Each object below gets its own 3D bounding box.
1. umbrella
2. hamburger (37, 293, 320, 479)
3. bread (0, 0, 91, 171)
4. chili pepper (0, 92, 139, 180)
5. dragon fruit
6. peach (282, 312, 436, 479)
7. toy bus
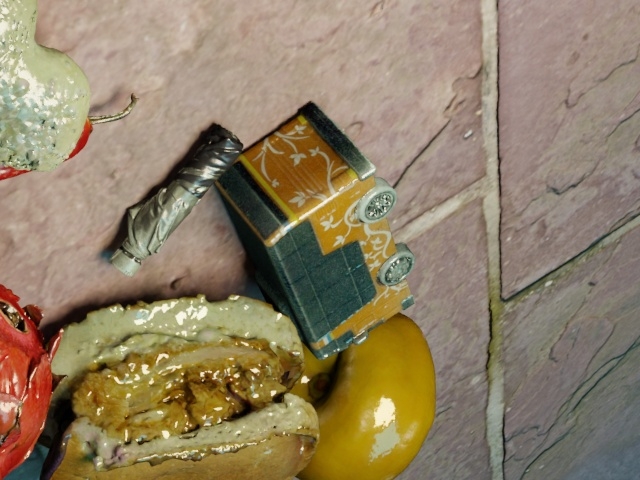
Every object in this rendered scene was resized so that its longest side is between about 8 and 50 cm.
[{"bbox_3d":[-0.154,-0.043,1.464,0.188,0.050,0.046,-49,166,9],"label":"umbrella"},{"bbox_3d":[-0.173,0.213,1.562,0.318,0.195,0.276,-5,146,-23],"label":"hamburger"},{"bbox_3d":[-0.291,-0.136,1.171,0.173,0.064,0.232,-25,131,-4],"label":"bread"},{"bbox_3d":[-0.284,-0.083,1.277,0.268,0.050,0.059,-21,157,-28],"label":"chili pepper"},{"bbox_3d":[-0.369,0.138,1.286,0.241,0.241,0.252,26,93,-55],"label":"dragon fruit"},{"bbox_3d":[0.028,0.187,1.723,0.251,0.251,0.153,-46,144,5],"label":"peach"},{"bbox_3d":[0.000,0.000,1.582,0.167,0.138,0.275,-35,144,-9],"label":"toy bus"}]
